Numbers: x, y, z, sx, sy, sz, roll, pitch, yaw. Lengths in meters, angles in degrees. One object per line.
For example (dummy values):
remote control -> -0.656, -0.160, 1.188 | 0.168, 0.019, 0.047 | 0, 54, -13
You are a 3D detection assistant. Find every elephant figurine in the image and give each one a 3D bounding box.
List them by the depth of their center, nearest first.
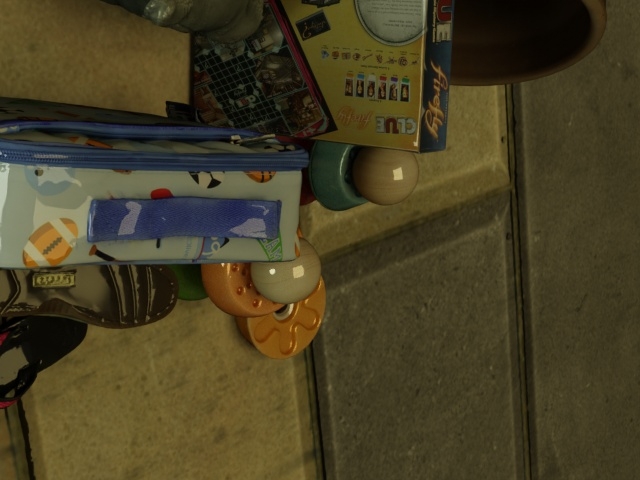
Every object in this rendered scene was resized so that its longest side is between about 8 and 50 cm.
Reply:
elephant figurine -> -0.094, -0.287, 1.087 | 0.169, 0.186, 0.239 | 10, 103, -55

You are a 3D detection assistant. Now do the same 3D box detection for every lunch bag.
lunch bag -> -0.161, -0.043, 1.034 | 0.303, 0.243, 0.115 | -3, 102, -43

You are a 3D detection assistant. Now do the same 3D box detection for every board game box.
board game box -> -0.003, -0.167, 1.159 | 0.042, 0.243, 0.165 | -11, 108, -52

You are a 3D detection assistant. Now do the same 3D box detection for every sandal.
sandal -> -0.254, 0.101, 1.117 | 0.179, 0.040, 0.067 | -37, 123, -33

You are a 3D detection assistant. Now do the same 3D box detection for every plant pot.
plant pot -> 0.140, -0.299, 1.296 | 0.263, 0.263, 0.229 | 27, 62, -44

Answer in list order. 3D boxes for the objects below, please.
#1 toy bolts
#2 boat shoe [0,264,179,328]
toy bolts -> 0.000, 0.000, 1.261 | 0.228, 0.158, 0.218 | -57, 132, -19
boat shoe -> -0.209, 0.031, 1.124 | 0.190, 0.072, 0.068 | 9, 89, -36
